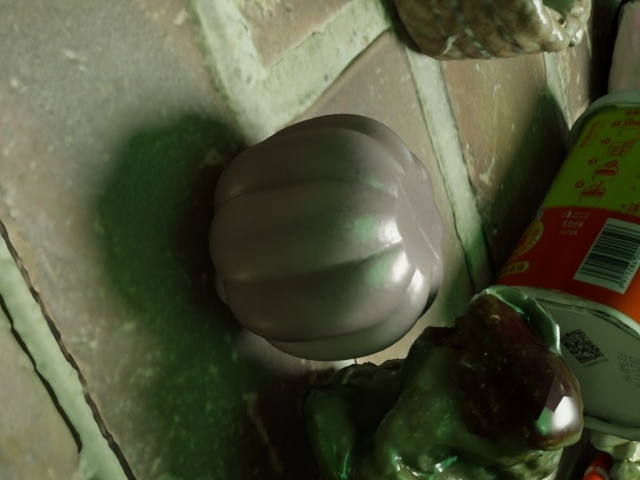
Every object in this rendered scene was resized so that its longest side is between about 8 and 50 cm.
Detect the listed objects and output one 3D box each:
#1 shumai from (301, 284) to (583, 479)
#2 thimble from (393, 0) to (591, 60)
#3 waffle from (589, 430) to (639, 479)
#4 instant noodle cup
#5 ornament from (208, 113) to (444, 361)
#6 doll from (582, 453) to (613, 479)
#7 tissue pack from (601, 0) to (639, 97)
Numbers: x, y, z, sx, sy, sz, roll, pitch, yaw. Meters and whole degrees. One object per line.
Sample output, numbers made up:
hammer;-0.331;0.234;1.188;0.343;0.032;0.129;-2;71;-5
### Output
shumai;0.124;0.155;0.854;0.222;0.203;0.272;58;9;16
thimble;0.153;-0.277;0.970;0.196;0.148;0.229;-16;104;-52
waffle;0.455;0.205;1.348;0.309;0.056;0.292;45;61;-19
instant noodle cup;0.339;0.031;1.173;0.308;0.294;0.294;-48;130;-30
ornament;0.000;-0.001;0.787;0.177;0.177;0.178;-6;97;-53
doll;0.298;0.361;1.264;0.336;0.105;0.200;-3;96;-61
tissue pack;0.473;-0.183;1.439;0.332;0.123;0.245;-4;104;-50
